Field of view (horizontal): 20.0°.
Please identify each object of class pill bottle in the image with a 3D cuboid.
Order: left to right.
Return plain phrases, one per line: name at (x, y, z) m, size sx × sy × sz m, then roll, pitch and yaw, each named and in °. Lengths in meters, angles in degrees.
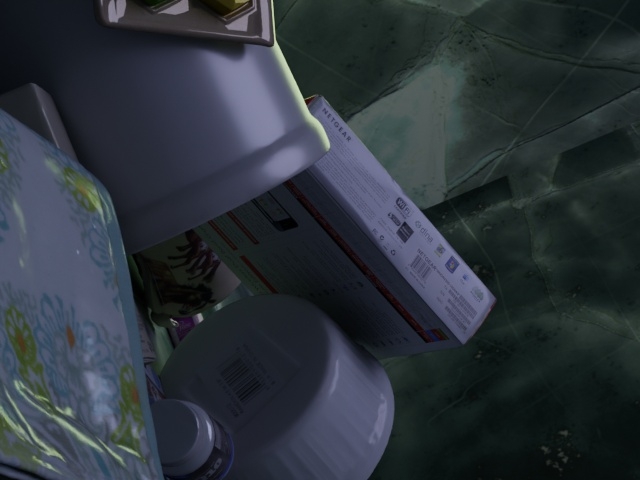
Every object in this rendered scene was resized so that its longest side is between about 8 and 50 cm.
pill bottle at (-0.139, 0.205, 1.846) m, size 0.137 × 0.078 × 0.078 m, roll 57°, pitch 11°, yaw -71°

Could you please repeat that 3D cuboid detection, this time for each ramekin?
ramekin at (-0.064, 0.195, 2.148) m, size 0.135 × 0.277 × 0.277 m, roll 55°, pitch 11°, yaw -44°

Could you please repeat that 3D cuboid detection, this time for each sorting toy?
sorting toy at (-0.127, -0.287, 1.723) m, size 0.038 × 0.208 × 0.193 m, roll -19°, pitch -108°, yaw 51°

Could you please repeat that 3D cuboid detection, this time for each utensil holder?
utensil holder at (-0.217, -0.199, 1.860) m, size 0.327 × 0.328 × 0.385 m, roll -94°, pitch 159°, yaw -81°

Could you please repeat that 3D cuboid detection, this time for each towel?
towel at (-0.232, 0.045, 1.320) m, size 0.320 × 0.090 × 0.374 m, roll 44°, pitch 25°, yaw -58°

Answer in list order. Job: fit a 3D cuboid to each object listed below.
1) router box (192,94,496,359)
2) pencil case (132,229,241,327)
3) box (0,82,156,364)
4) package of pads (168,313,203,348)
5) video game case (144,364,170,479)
router box at (0.000, 0.000, 2.186) m, size 0.335 × 0.082 × 0.301 m, roll 48°, pitch -31°, yaw -18°
pencil case at (-0.226, -0.080, 2.340) m, size 0.160 × 0.183 × 0.410 m, roll 27°, pitch -31°, yaw 48°
box at (-0.253, 0.004, 1.666) m, size 0.094 × 0.113 × 0.275 m, roll 43°, pitch 26°, yaw -84°
package of pads at (-0.179, 0.139, 2.537) m, size 0.032 × 0.050 × 0.083 m, roll 52°, pitch 16°, yaw -79°
video game case at (-0.193, 0.208, 1.937) m, size 0.248 × 0.035 × 0.274 m, roll 63°, pitch 5°, yaw -56°
